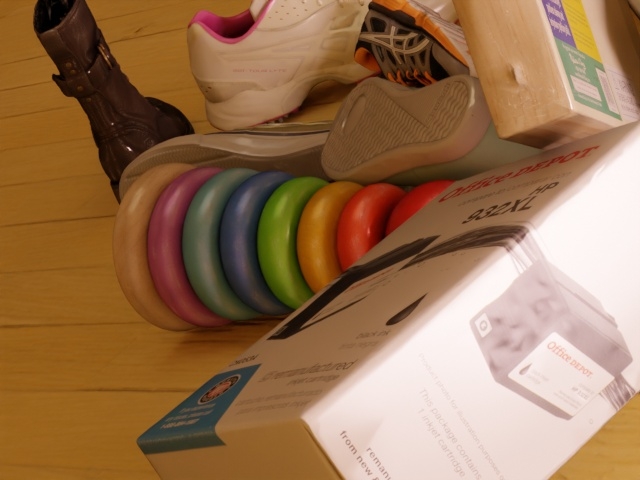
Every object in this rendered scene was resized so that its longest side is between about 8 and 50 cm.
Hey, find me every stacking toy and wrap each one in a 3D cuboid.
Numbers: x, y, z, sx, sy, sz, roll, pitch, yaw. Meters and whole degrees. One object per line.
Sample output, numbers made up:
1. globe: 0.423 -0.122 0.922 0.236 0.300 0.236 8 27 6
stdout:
1. stacking toy: 0.000 0.000 1.536 0.330 0.141 0.141 -3 31 37

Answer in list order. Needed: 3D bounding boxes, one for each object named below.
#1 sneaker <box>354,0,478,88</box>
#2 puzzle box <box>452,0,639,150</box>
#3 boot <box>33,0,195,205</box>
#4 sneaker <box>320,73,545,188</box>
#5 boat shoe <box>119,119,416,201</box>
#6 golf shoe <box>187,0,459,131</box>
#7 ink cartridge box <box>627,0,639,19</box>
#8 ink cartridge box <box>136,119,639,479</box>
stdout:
1. sneaker: 0.103 -0.177 1.901 0.083 0.084 0.215 -62 32 9
2. puzzle box: 0.151 -0.190 1.356 0.052 0.272 0.409 -20 -8 18
3. boot: -0.222 -0.174 2.056 0.091 0.229 0.263 -25 21 6
4. sneaker: 0.108 -0.063 1.564 0.256 0.151 0.094 3 71 63
5. boat shoe: -0.036 -0.053 1.755 0.302 0.109 0.094 -4 16 27
6. golf shoe: 0.004 -0.222 2.032 0.306 0.140 0.115 -23 19 5
7. ink cartridge box: 0.364 -0.282 1.725 0.239 0.060 0.275 -36 30 10
8. ink cartridge box: 0.074 0.074 1.193 0.307 0.129 0.223 -39 10 -29
